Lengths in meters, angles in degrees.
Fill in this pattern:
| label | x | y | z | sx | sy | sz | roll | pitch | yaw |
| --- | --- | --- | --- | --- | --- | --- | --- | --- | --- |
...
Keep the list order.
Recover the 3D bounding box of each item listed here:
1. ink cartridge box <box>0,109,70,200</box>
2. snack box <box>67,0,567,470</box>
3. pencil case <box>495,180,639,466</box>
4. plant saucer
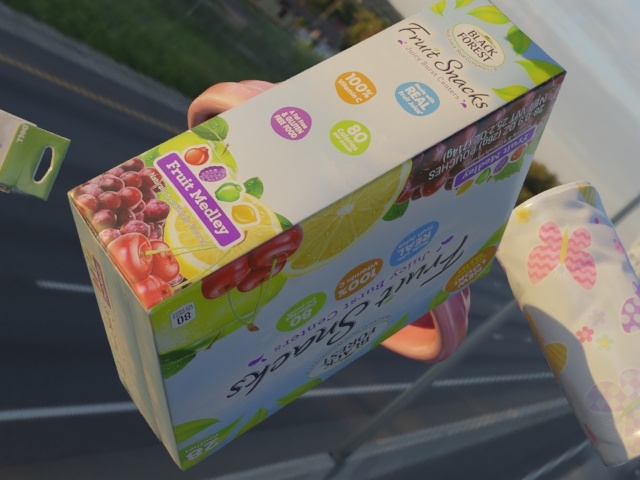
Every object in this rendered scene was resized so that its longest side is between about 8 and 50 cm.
| label | x | y | z | sx | sy | sz | roll | pitch | yaw |
| --- | --- | --- | --- | --- | --- | --- | --- | --- | --- |
| ink cartridge box | -0.512 | -0.146 | 1.583 | 0.209 | 0.108 | 0.062 | 23 | -14 | -15 |
| snack box | 0.000 | 0.000 | 0.475 | 0.070 | 0.207 | 0.174 | 51 | -22 | 24 |
| pencil case | 0.267 | 0.078 | 0.961 | 0.113 | 0.124 | 0.273 | 67 | -3 | -74 |
| plant saucer | 0.018 | -0.028 | 0.947 | 0.332 | 0.084 | 0.332 | 40 | -17 | 15 |
